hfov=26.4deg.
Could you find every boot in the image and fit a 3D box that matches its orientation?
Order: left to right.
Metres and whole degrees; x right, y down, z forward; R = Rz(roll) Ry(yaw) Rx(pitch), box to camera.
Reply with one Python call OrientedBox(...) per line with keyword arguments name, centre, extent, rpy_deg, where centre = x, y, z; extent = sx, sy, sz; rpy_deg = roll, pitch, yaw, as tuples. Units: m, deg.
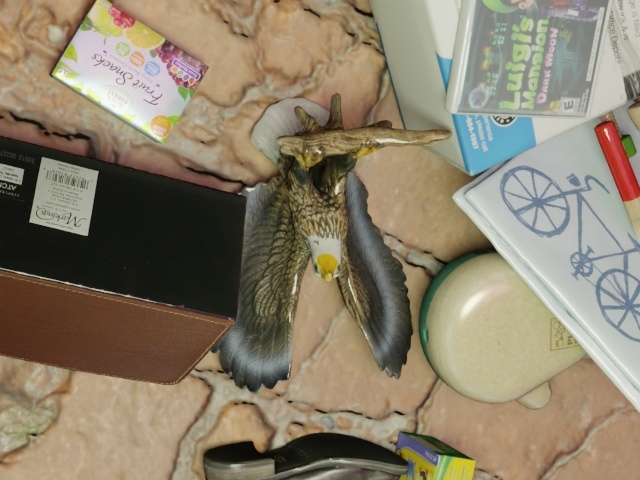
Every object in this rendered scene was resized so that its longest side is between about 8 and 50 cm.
OrientedBox(name="boot", centre=(-0.031, 0.345, 1.563), extent=(0.263, 0.091, 0.229), rpy_deg=(-1, 101, -14))

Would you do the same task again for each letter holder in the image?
OrientedBox(name="letter holder", centre=(-0.257, 0.030, 1.433), extent=(0.301, 0.214, 0.152), rpy_deg=(14, 59, -18))

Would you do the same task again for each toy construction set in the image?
OrientedBox(name="toy construction set", centre=(0.481, -0.083, 1.538), extent=(0.308, 0.257, 0.237), rpy_deg=(-24, 100, -4))

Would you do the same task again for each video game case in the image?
OrientedBox(name="video game case", centre=(0.222, -0.221, 1.415), extent=(0.173, 0.022, 0.190), rpy_deg=(0, 110, -24))

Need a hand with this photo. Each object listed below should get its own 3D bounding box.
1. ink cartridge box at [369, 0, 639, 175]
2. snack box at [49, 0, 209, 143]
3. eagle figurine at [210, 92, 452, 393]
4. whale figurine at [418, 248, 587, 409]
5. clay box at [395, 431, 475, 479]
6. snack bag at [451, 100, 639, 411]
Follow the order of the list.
OrientedBox(name="ink cartridge box", centre=(0.265, -0.291, 1.519), extent=(0.395, 0.166, 0.285), rpy_deg=(-25, 118, -15))
OrientedBox(name="snack box", centre=(-0.206, -0.183, 1.473), extent=(0.141, 0.037, 0.100), rpy_deg=(31, 86, -18))
OrientedBox(name="eagle figurine", centre=(-0.003, 0.006, 1.504), extent=(0.226, 0.225, 0.298), rpy_deg=(20, 126, 20))
OrientedBox(name="whale figurine", centre=(0.243, 0.087, 1.587), extent=(0.272, 0.141, 0.216), rpy_deg=(-8, 106, -16))
OrientedBox(name="clay box", centre=(0.112, 0.344, 1.577), extent=(0.053, 0.127, 0.222), rpy_deg=(12, 90, -18))
OrientedBox(name="snack bag", centre=(0.350, -0.012, 1.563), extent=(0.323, 0.037, 0.342), rpy_deg=(48, 51, 5))
